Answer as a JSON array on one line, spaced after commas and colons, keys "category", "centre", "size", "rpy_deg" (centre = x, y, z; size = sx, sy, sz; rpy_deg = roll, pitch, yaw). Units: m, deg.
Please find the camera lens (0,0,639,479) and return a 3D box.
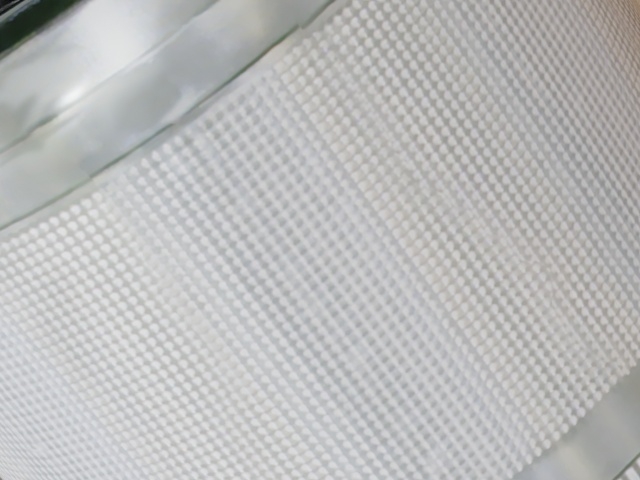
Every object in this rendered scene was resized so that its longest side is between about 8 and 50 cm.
[{"category": "camera lens", "centre": [0.000, 0.000, 0.552], "size": [0.274, 0.219, 0.219], "rpy_deg": [53, 175, -23]}]
